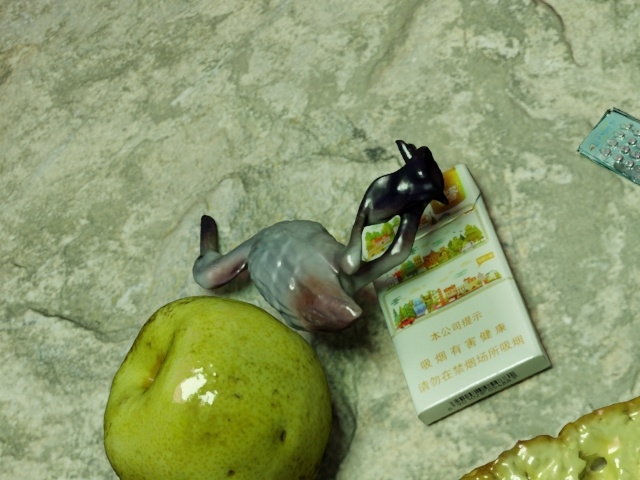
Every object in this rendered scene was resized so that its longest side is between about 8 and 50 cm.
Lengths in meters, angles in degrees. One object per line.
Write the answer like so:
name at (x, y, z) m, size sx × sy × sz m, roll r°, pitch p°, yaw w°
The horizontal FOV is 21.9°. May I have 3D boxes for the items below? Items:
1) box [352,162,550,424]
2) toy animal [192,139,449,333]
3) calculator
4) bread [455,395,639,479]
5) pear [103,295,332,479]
box at (0.111, 0.043, 1.445) m, size 0.122 × 0.032 × 0.220 m, roll -28°, pitch 50°, yaw 13°
toy animal at (-0.017, 0.019, 1.473) m, size 0.324 × 0.090 × 0.195 m, roll -19°, pitch 35°, yaw 40°
calculator at (0.300, -0.064, 1.423) m, size 0.172 × 0.018 × 0.057 m, roll 34°, pitch 81°, yaw 38°
bread at (0.183, 0.247, 1.167) m, size 0.340 × 0.179 × 0.194 m, roll -21°, pitch 55°, yaw -15°
pear at (-0.078, 0.148, 1.390) m, size 0.197 × 0.197 × 0.197 m, roll -14°, pitch 54°, yaw 21°
